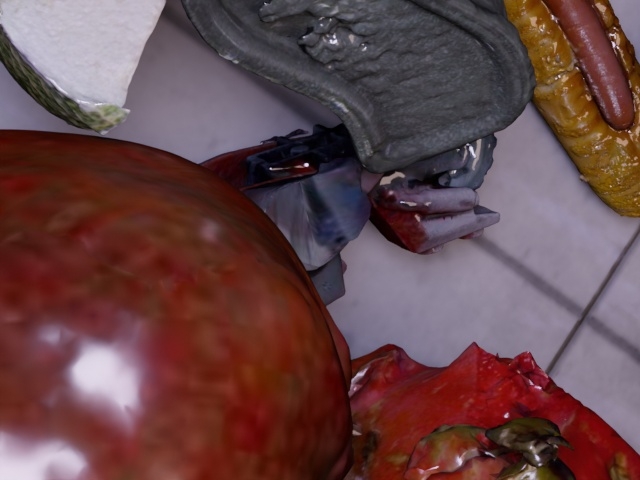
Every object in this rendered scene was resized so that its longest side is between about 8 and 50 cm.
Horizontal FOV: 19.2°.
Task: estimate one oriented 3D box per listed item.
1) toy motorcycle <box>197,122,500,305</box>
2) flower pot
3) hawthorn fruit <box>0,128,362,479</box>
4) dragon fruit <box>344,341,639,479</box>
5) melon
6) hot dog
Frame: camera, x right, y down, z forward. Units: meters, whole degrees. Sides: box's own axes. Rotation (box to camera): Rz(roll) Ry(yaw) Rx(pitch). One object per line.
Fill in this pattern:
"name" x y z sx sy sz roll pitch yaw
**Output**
"toy motorcycle" 0.000 0.000 0.923 0.213 0.082 0.122 -20 116 -24
"flower pot" 0.009 -0.124 0.806 0.103 0.108 0.229 -24 152 20
"hawthorn fruit" -0.140 0.107 0.742 0.324 0.308 0.308 -14 113 -13
"dragon fruit" 0.044 0.206 0.919 0.291 0.269 0.250 -42 112 -15
"melon" -0.109 -0.111 0.798 0.093 0.202 0.139 -14 153 -15
"hot dog" 0.136 -0.094 0.990 0.066 0.047 0.216 -38 121 -11
